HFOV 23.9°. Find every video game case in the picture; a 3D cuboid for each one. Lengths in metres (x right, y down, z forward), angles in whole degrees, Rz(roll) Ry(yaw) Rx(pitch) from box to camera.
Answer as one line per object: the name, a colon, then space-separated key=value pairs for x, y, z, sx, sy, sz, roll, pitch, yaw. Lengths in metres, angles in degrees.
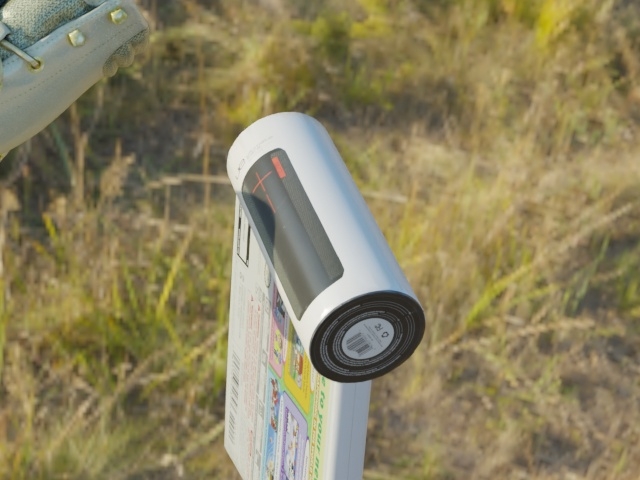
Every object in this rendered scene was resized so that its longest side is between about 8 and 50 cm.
video game case: x=-0.016 y=0.073 z=0.878 sx=0.023 sy=0.212 sz=0.193 roll=-3 pitch=22 yaw=-19

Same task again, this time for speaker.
speaker: x=0.000 y=0.000 z=0.693 sx=0.055 sy=0.055 sz=0.136 roll=-7 pitch=42 yaw=-17

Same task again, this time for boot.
boot: x=-0.169 y=-0.088 z=0.721 sx=0.165 sy=0.213 sz=0.077 roll=-37 pitch=79 yaw=1
